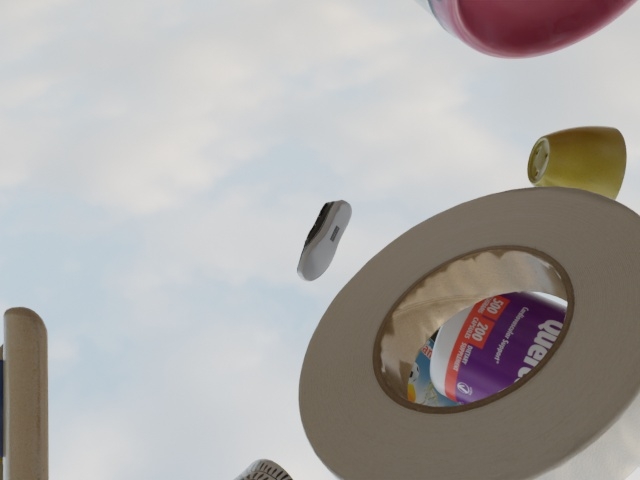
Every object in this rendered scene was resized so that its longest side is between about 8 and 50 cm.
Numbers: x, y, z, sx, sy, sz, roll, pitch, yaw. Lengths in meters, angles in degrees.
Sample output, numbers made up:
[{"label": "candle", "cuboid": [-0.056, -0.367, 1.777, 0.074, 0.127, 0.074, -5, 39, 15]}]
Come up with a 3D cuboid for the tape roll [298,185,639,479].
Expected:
[{"label": "tape roll", "cuboid": [0.158, 0.104, 0.927, 0.392, 0.072, 0.392, -24, -146, 17]}]

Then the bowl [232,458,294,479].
[{"label": "bowl", "cuboid": [-0.074, 0.317, 0.978, 0.080, 0.170, 0.170, -9, -150, -31]}]

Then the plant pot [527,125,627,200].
[{"label": "plant pot", "cuboid": [0.342, -0.100, 1.310, 0.095, 0.134, 0.134, 11, -148, -13]}]

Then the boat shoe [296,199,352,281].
[{"label": "boat shoe", "cuboid": [0.000, 0.000, 1.412, 0.040, 0.049, 0.142, 6, -123, 43]}]

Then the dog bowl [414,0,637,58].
[{"label": "dog bowl", "cuboid": [0.297, -0.414, 1.261, 0.408, 0.408, 0.150, -15, -123, -9]}]

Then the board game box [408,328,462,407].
[{"label": "board game box", "cuboid": [0.169, 0.270, 1.533, 0.336, 0.079, 0.254, -52, -128, 9]}]

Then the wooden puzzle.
[{"label": "wooden puzzle", "cuboid": [-0.331, 0.245, 0.973, 0.080, 0.322, 0.348, 1, 169, -20]}]

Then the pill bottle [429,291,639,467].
[{"label": "pill bottle", "cuboid": [0.319, 0.182, 1.255, 0.323, 0.181, 0.181, 24, -135, 27]}]
